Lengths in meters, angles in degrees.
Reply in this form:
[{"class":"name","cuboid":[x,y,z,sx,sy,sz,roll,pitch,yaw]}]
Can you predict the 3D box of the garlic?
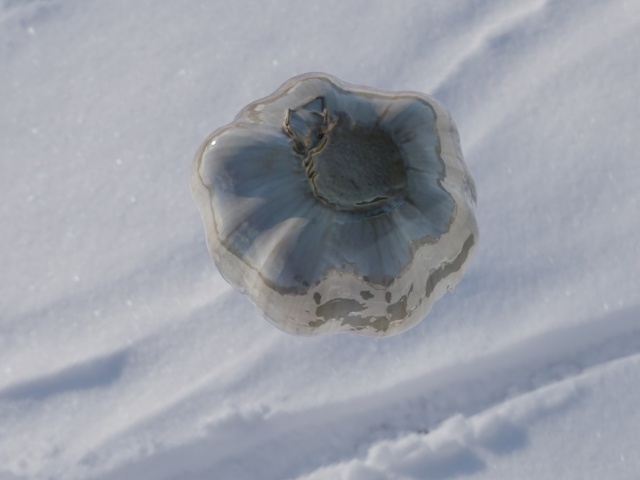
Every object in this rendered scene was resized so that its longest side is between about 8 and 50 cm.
[{"class":"garlic","cuboid":[0.000,0.000,0.892,0.199,0.226,0.199,4,63,-9]}]
